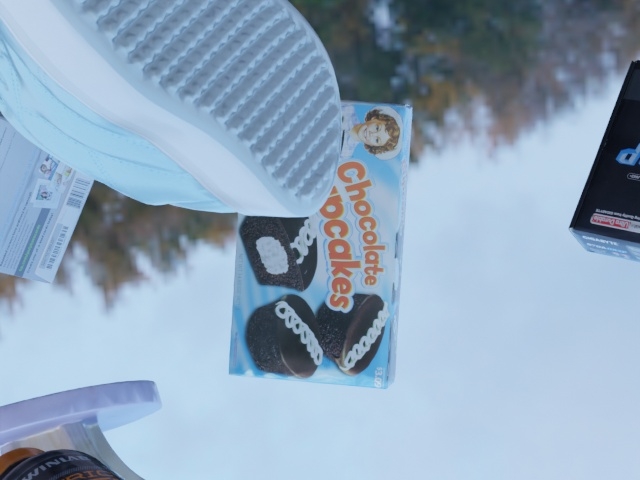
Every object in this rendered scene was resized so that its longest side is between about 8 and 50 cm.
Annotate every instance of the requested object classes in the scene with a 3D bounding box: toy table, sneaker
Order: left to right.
[{"bbox_3d":[-0.120,-0.103,0.857,0.150,0.135,0.366,-2,152,23],"label":"sneaker"},{"bbox_3d":[-0.272,0.253,1.965,0.274,0.161,0.252,-13,168,-27],"label":"toy table"}]

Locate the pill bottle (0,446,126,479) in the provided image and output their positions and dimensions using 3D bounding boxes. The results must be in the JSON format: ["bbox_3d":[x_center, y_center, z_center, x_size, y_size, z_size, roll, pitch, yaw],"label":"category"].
[{"bbox_3d":[-0.196,0.254,1.559,0.130,0.130,0.246,-16,-155,-33],"label":"pill bottle"}]

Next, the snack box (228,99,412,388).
[{"bbox_3d":[0.000,0.000,2.140,0.187,0.322,0.060,4,-176,11],"label":"snack box"}]

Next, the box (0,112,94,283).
[{"bbox_3d":[-0.301,-0.043,1.806,0.038,0.145,0.186,24,-176,32],"label":"box"}]

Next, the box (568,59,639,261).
[{"bbox_3d":[0.346,-0.057,1.627,0.220,0.175,0.051,13,163,33],"label":"box"}]
